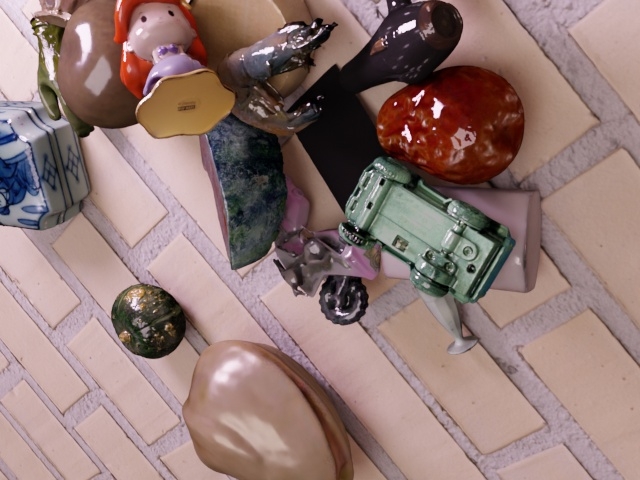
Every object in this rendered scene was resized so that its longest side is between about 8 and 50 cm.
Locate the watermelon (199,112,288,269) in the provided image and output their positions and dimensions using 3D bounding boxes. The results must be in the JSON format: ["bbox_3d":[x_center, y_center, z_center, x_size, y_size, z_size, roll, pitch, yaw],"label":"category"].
[{"bbox_3d":[-0.147,-0.110,1.642,0.226,0.148,0.318,179,80,-71],"label":"watermelon"}]

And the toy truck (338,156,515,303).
[{"bbox_3d":[0.170,-0.018,1.411,0.279,0.156,0.155,34,105,26],"label":"toy truck"}]

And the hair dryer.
[{"bbox_3d":[0.101,-0.422,1.392,0.303,0.120,0.360,-9,91,66],"label":"hair dryer"}]

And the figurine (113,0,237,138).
[{"bbox_3d":[-0.268,-0.306,1.480,0.181,0.208,0.257,-32,57,14],"label":"figurine"}]

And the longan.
[{"bbox_3d":[-0.390,-0.333,1.648,0.246,0.246,0.215,49,168,0],"label":"longan"}]

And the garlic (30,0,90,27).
[{"bbox_3d":[-0.507,-0.514,1.711,0.131,0.127,0.194,-2,87,12],"label":"garlic"}]

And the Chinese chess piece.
[{"bbox_3d":[-0.130,-0.364,1.555,0.249,0.103,0.250,13,121,24],"label":"Chinese chess piece"}]

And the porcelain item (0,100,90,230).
[{"bbox_3d":[-0.688,-0.172,1.962,0.281,0.157,0.286,8,118,29],"label":"porcelain item"}]

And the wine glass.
[{"bbox_3d":[0.238,0.134,1.616,0.073,0.073,0.155,-15,110,36],"label":"wine glass"}]

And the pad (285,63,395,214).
[{"bbox_3d":[0.038,-0.179,1.576,0.163,0.004,0.243,-38,79,39],"label":"pad"}]

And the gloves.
[{"bbox_3d":[-0.534,-0.347,1.804,0.107,0.135,0.268,-149,40,-69],"label":"gloves"}]

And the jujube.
[{"bbox_3d":[0.205,-0.188,1.400,0.255,0.190,0.190,5,118,42],"label":"jujube"}]

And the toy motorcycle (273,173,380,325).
[{"bbox_3d":[0.000,0.000,1.654,0.327,0.143,0.188,51,122,18],"label":"toy motorcycle"}]

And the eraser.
[{"bbox_3d":[0.244,-0.008,1.512,0.270,0.095,0.174,5,99,28],"label":"eraser"}]

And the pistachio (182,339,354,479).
[{"bbox_3d":[-0.116,0.411,1.838,0.365,0.281,0.445,-29,93,42],"label":"pistachio"}]

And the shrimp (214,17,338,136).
[{"bbox_3d":[-0.063,-0.266,1.467,0.289,0.075,0.178,-18,111,34],"label":"shrimp"}]

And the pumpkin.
[{"bbox_3d":[-0.398,0.187,1.978,0.190,0.146,0.190,12,119,24],"label":"pumpkin"}]
